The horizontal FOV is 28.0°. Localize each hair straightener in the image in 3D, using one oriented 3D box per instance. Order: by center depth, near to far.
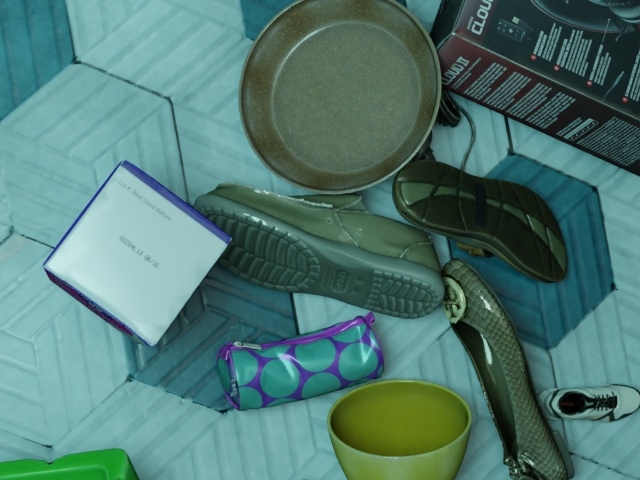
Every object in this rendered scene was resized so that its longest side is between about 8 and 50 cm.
[{"bbox_3d":[0.098,-0.166,1.268,0.089,0.047,0.230,-27,91,-11],"label":"hair straightener"}]

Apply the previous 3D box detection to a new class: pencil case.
[{"bbox_3d":[-0.019,0.115,1.217,0.151,0.064,0.070,-12,116,-12],"label":"pencil case"}]

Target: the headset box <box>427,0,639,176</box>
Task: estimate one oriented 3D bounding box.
[{"bbox_3d":[0.241,-0.223,1.250,0.293,0.110,0.218,22,70,-9],"label":"headset box"}]

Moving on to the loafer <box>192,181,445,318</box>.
[{"bbox_3d":[0.000,0.000,1.229,0.251,0.094,0.087,20,48,-7],"label":"loafer"}]

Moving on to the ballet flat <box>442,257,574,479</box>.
[{"bbox_3d":[0.171,0.136,1.248,0.058,0.084,0.250,-26,97,-13],"label":"ballet flat"}]

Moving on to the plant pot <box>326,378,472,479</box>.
[{"bbox_3d":[0.075,0.205,1.207,0.134,0.134,0.095,-9,115,-11],"label":"plant pot"}]

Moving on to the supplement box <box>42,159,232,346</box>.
[{"bbox_3d":[-0.163,0.017,1.118,0.111,0.220,0.114,37,82,-6],"label":"supplement box"}]

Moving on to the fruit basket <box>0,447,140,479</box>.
[{"bbox_3d":[-0.291,0.385,1.087,0.392,0.283,0.392,-8,130,-9],"label":"fruit basket"}]

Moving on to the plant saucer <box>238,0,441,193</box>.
[{"bbox_3d":[0.020,-0.139,1.218,0.198,0.036,0.199,-3,81,17],"label":"plant saucer"}]

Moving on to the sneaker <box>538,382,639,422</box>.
[{"bbox_3d":[0.273,0.164,1.280,0.109,0.044,0.040,-4,85,-13],"label":"sneaker"}]

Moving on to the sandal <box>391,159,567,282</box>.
[{"bbox_3d":[0.152,-0.015,1.255,0.219,0.060,0.090,16,66,-29],"label":"sandal"}]
